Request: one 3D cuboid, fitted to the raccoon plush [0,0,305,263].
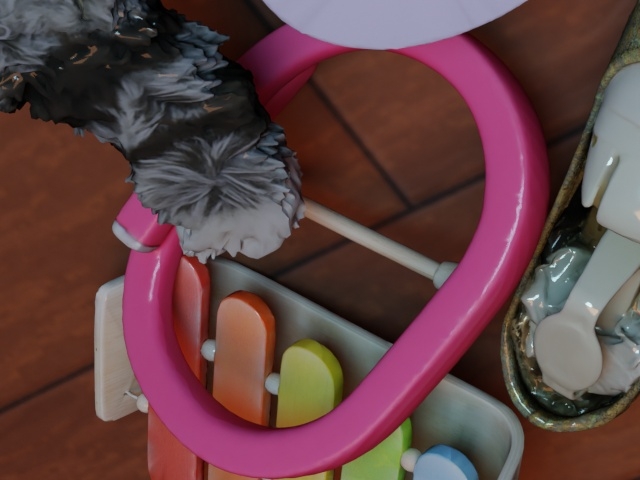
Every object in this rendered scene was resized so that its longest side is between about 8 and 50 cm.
[{"bbox_3d":[-0.173,-0.208,1.017,0.216,0.299,0.446,-15,141,12],"label":"raccoon plush"}]

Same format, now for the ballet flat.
[{"bbox_3d":[0.177,-0.012,1.075,0.123,0.123,0.348,17,138,2],"label":"ballet flat"}]

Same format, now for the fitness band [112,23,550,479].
[{"bbox_3d":[0.000,0.000,1.117,0.209,0.054,0.291,44,106,20],"label":"fitness band"}]

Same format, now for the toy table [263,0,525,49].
[{"bbox_3d":[0.078,-0.230,0.950,0.274,0.161,0.252,-32,113,32],"label":"toy table"}]

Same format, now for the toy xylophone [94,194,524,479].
[{"bbox_3d":[-0.003,0.092,1.208,0.322,0.081,0.236,20,128,31],"label":"toy xylophone"}]
